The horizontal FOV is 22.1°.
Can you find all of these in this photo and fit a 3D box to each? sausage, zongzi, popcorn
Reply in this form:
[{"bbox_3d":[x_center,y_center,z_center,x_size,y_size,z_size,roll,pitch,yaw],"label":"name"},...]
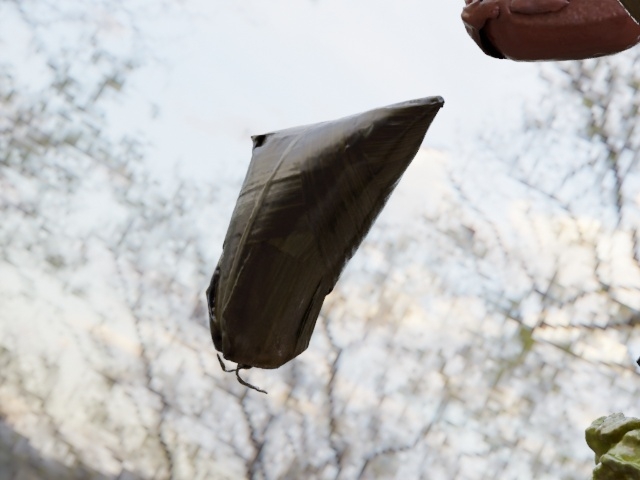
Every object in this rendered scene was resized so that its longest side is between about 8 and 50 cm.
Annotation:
[{"bbox_3d":[0.345,-0.333,2.369,0.279,0.152,0.152,-2,-24,13],"label":"sausage"},{"bbox_3d":[0.000,0.000,1.414,0.111,0.248,0.241,25,-20,-26],"label":"zongzi"},{"bbox_3d":[0.318,0.237,1.623,0.125,0.126,0.145,9,-47,9],"label":"popcorn"}]

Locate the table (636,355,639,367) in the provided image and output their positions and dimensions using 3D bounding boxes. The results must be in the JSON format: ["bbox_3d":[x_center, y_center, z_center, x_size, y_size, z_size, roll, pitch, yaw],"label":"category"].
[{"bbox_3d":[0.494,0.176,1.655,0.249,0.317,0.317,55,-5,25],"label":"table"}]

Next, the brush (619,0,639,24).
[{"bbox_3d":[0.141,-0.216,0.960,0.043,0.036,0.248,-27,-48,30],"label":"brush"}]
